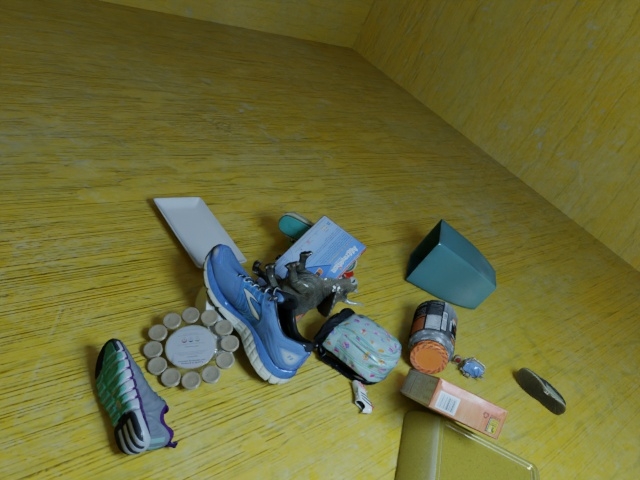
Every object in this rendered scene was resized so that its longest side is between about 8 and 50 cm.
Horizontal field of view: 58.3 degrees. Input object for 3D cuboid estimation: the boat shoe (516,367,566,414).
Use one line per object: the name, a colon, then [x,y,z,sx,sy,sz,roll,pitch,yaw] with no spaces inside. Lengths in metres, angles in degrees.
boat shoe: [0.592,0.400,1.541,0.152,0.056,0.049,47,30,13]

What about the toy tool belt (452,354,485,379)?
toy tool belt: [0.385,0.328,1.481,0.083,0.052,0.051,26,23,-2]

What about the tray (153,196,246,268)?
tray: [-0.314,-0.019,1.470,0.145,0.030,0.270,-7,46,-42]

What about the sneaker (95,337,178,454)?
sneaker: [-0.325,0.274,1.011,0.098,0.083,0.223,23,29,-50]

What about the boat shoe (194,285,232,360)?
boat shoe: [-0.224,0.176,1.225,0.063,0.066,0.184,18,30,-35]

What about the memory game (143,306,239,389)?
memory game: [-0.254,0.210,1.133,0.186,0.012,0.186,4,49,-4]

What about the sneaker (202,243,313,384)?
sneaker: [-0.124,0.133,1.222,0.330,0.147,0.130,53,17,16]

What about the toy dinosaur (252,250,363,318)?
toy dinosaur: [-0.075,0.118,1.303,0.314,0.160,0.121,-12,14,13]

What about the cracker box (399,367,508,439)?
cracker box: [0.277,0.345,1.235,0.156,0.067,0.232,26,-9,-2]

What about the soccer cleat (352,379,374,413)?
soccer cleat: [0.086,0.341,1.254,0.036,0.029,0.083,6,42,-39]

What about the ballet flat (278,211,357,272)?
ballet flat: [0.000,0.000,1.543,0.248,0.086,0.086,35,32,14]

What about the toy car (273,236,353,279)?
toy car: [-0.046,0.036,1.575,0.239,0.053,0.225,8,36,-30]

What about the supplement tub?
supplement tub: [0.285,0.245,1.463,0.117,0.117,0.190,29,32,1]

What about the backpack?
backpack: [0.092,0.242,1.318,0.182,0.115,0.152,38,32,17]

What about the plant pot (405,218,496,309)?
plant pot: [0.410,0.089,1.755,0.234,0.165,0.165,34,31,-5]

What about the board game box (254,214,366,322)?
board game box: [-0.027,0.069,1.431,0.145,0.027,0.281,38,64,17]

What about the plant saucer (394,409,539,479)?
plant saucer: [0.315,0.506,1.141,0.333,0.081,0.332,27,31,0]
